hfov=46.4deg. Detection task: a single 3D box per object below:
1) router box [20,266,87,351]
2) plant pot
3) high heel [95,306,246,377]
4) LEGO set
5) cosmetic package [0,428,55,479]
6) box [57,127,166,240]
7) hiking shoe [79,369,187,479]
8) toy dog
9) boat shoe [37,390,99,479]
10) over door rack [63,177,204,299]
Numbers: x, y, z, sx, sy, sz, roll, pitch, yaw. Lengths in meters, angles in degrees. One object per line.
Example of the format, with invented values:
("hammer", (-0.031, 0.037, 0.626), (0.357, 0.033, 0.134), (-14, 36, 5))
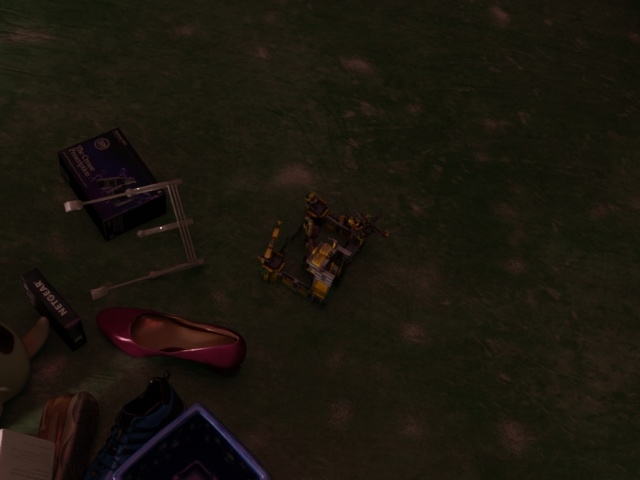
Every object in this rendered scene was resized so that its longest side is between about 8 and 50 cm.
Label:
("router box", (-0.629, 0.164, 1.766), (0.046, 0.133, 0.179), (-38, 71, -27))
("plant pot", (-0.266, 0.520, 1.556), (0.236, 0.212, 0.236), (42, 59, 16))
("high heel", (-0.352, 0.208, 1.759), (0.377, 0.181, 0.127), (16, 56, 0))
("LEGO set", (0.000, 0.000, 1.949), (0.255, 0.192, 0.331), (38, 59, 14))
("cosmetic package", (-0.655, 0.577, 1.426), (0.217, 0.156, 0.385), (-13, 61, 20))
("box", (-0.557, -0.155, 2.005), (0.184, 0.103, 0.261), (-28, 66, -27))
("hiking shoe", (-0.425, 0.424, 1.622), (0.113, 0.132, 0.304), (13, 46, 32))
("toy dog", (-0.752, 0.241, 1.529), (0.395, 0.408, 0.285), (-21, 64, -21))
("boat shoe", (-0.569, 0.483, 1.593), (0.116, 0.123, 0.325), (1, 59, 11))
("over door rack", (-0.464, -0.011, 1.850), (0.324, 0.108, 0.240), (-18, 95, -40))
